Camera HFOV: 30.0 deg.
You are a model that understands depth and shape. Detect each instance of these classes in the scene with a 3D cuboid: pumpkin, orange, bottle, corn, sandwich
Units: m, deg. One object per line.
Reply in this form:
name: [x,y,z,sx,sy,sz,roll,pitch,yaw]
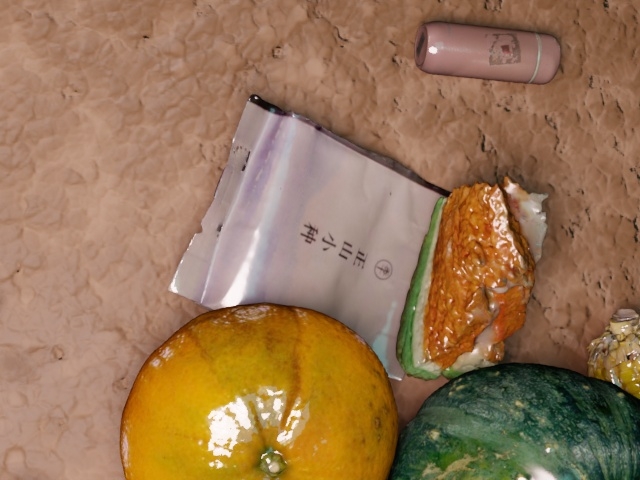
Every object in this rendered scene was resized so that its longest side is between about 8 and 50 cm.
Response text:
pumpkin: [0.211,0.221,1.071,0.293,0.263,0.196,26,75,-8]
orange: [-0.049,0.165,1.013,0.240,0.171,0.240,-1,94,-14]
bottle: [0.165,-0.185,1.181,0.140,0.053,0.053,4,86,-14]
corn: [0.349,0.218,1.176,0.115,0.115,0.317,-23,92,-13]
sandwich: [0.153,0.043,1.107,0.109,0.160,0.184,18,77,-16]

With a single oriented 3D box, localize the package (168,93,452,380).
package: [0.000,0.000,1.135,0.251,0.062,0.203,25,81,-24]
